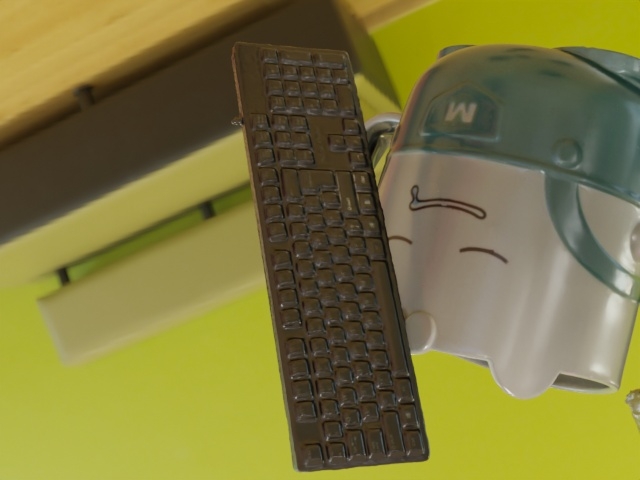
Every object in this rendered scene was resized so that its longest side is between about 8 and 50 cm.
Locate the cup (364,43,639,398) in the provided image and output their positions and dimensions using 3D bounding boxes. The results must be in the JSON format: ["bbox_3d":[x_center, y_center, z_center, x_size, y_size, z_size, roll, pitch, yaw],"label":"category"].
[{"bbox_3d":[0.124,-0.017,0.800,0.290,0.257,0.219,11,172,42],"label":"cup"}]

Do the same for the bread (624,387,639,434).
[{"bbox_3d":[0.428,0.361,1.150,0.245,0.362,0.233,-48,-169,20],"label":"bread"}]

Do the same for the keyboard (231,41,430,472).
[{"bbox_3d":[0.000,0.000,0.673,0.101,0.309,0.018,0,156,-22],"label":"keyboard"}]
